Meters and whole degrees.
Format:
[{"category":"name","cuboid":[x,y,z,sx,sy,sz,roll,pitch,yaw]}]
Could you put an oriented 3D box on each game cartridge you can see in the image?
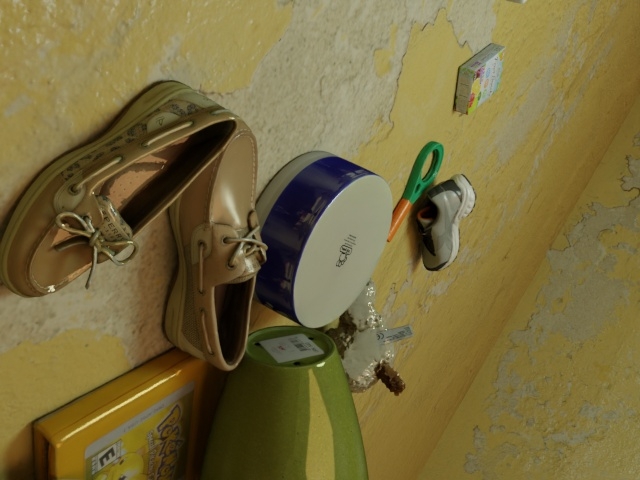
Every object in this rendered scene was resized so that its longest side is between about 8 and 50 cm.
[{"category":"game cartridge","cuboid":[-0.246,0.297,0.944,0.324,0.053,0.285,-24,133,-48]}]

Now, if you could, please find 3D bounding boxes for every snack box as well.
[{"category":"snack box","cuboid":[0.332,-0.337,1.389,0.141,0.037,0.100,-40,145,-37]}]

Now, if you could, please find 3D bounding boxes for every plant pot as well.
[{"category":"plant pot","cuboid":[-0.051,0.285,0.988,0.275,0.275,0.293,-20,118,-52]}]

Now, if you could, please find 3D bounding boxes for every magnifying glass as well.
[{"category":"magnifying glass","cuboid":[0.188,-0.100,1.365,0.231,0.026,0.092,-61,152,-9]}]

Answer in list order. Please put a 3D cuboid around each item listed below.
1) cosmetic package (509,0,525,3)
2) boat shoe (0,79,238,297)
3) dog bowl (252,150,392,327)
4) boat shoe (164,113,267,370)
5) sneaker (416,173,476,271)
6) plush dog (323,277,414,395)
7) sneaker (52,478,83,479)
[{"category":"cosmetic package","cuboid":[0.372,-0.596,1.121,0.385,0.156,0.217,-47,148,-29]},{"category":"boat shoe","cuboid":[-0.203,-0.051,0.682,0.285,0.089,0.104,-53,150,-18]},{"category":"dog bowl","cuboid":[0.000,0.000,1.047,0.265,0.104,0.264,-39,143,-38]},{"category":"boat shoe","cuboid":[-0.117,0.009,0.854,0.122,0.110,0.341,-26,134,-49]},{"category":"sneaker","cuboid":[0.252,-0.032,1.468,0.108,0.100,0.271,-15,140,-17]},{"category":"plush dog","cuboid":[0.055,0.219,1.267,0.262,0.211,0.225,-53,176,-16]},{"category":"sneaker","cuboid":[-0.335,0.360,0.745,0.282,0.102,0.161,11,112,-29]}]
